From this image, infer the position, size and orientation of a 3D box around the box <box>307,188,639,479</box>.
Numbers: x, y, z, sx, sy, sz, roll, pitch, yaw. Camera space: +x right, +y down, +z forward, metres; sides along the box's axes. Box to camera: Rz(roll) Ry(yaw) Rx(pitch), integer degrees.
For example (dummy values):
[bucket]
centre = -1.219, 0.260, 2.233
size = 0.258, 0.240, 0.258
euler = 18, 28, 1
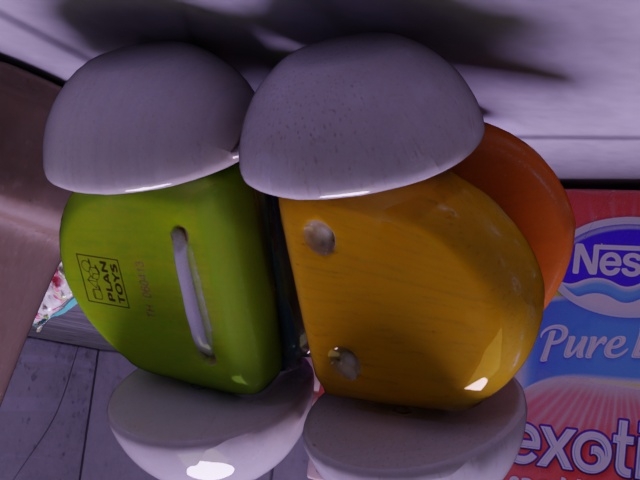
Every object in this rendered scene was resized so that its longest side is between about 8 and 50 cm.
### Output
[box]
centre = 0.162, 0.059, 0.595
size = 0.299, 0.154, 0.142
euler = 3, 171, 31

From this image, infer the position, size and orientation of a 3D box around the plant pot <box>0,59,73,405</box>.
[plant pot]
centre = -0.230, 0.042, 0.533
size = 0.263, 0.229, 0.263
euler = 7, 173, 1

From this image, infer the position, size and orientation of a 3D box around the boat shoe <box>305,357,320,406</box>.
[boat shoe]
centre = -0.024, 0.032, 0.697
size = 0.096, 0.117, 0.324
euler = 0, 175, 25

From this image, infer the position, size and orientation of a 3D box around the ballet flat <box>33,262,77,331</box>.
[ballet flat]
centre = -0.170, 0.004, 0.731
size = 0.077, 0.091, 0.241
euler = 27, 164, -14

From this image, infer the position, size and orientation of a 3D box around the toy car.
[toy car]
centre = 0.000, 0.000, 0.445
size = 0.182, 0.159, 0.136
euler = 2, -153, 27
